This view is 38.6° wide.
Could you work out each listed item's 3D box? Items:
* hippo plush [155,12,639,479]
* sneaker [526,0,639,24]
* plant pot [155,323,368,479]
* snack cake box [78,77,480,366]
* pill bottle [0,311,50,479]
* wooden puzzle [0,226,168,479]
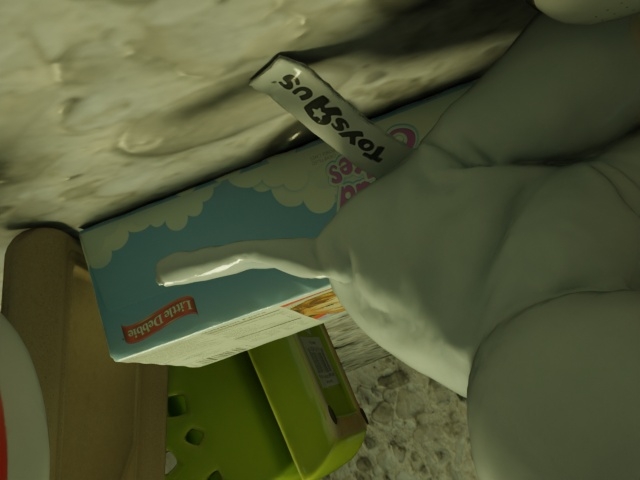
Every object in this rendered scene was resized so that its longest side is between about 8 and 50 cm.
[{"bbox_3d":[0.123,0.021,0.382,0.294,0.236,0.234,22,109,-25],"label":"hippo plush"},{"bbox_3d":[0.196,-0.100,0.290,0.270,0.145,0.090,-26,166,36],"label":"sneaker"},{"bbox_3d":[-0.088,0.146,0.832,0.207,0.227,0.228,-26,167,7],"label":"plant pot"},{"bbox_3d":[0.000,0.000,0.599,0.264,0.089,0.152,-20,167,8],"label":"snack cake box"},{"bbox_3d":[-0.290,0.104,0.371,0.181,0.181,0.323,-26,160,35],"label":"pill bottle"},{"bbox_3d":[-0.158,0.120,0.613,0.044,0.221,0.239,-2,169,8],"label":"wooden puzzle"}]
